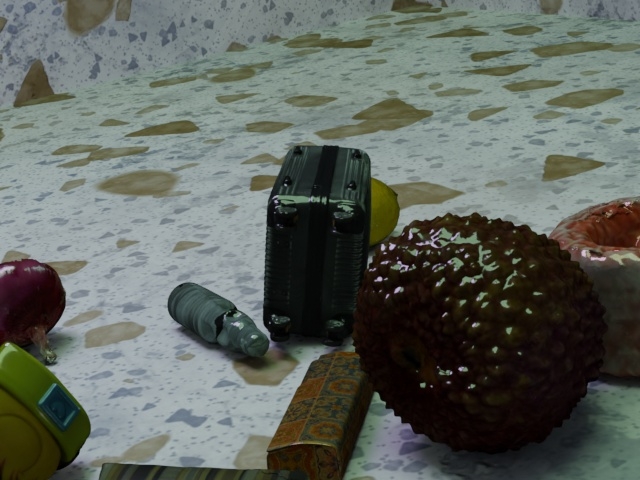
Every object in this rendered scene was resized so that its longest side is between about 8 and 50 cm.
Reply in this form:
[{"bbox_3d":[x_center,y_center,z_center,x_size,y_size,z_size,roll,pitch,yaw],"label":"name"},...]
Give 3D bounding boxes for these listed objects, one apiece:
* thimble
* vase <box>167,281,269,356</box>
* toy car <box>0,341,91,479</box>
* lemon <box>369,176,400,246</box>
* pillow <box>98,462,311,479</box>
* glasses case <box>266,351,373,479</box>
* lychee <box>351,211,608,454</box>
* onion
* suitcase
[{"bbox_3d":[0.376,0.049,1.479,0.239,0.162,0.239,-9,16,3],"label":"thimble"},{"bbox_3d":[-0.124,0.105,1.656,0.060,0.059,0.211,-18,22,-28],"label":"vase"},{"bbox_3d":[-0.363,0.183,1.342,0.248,0.200,0.142,0,45,45],"label":"toy car"},{"bbox_3d":[0.059,-0.042,1.944,0.133,0.109,0.109,-26,26,-30],"label":"lemon"},{"bbox_3d":[-0.129,0.268,1.182,0.212,0.052,0.208,3,26,10],"label":"pillow"},{"bbox_3d":[0.004,0.184,1.385,0.075,0.049,0.218,-2,19,13],"label":"glasses case"},{"bbox_3d":[0.175,0.087,1.324,0.271,0.271,0.271,-7,18,2],"label":"lychee"},{"bbox_3d":[-0.386,0.106,1.690,0.150,0.150,0.140,-17,57,-26],"label":"onion"},{"bbox_3d":[0.000,0.000,1.704,0.128,0.202,0.312,4,19,2],"label":"suitcase"}]
